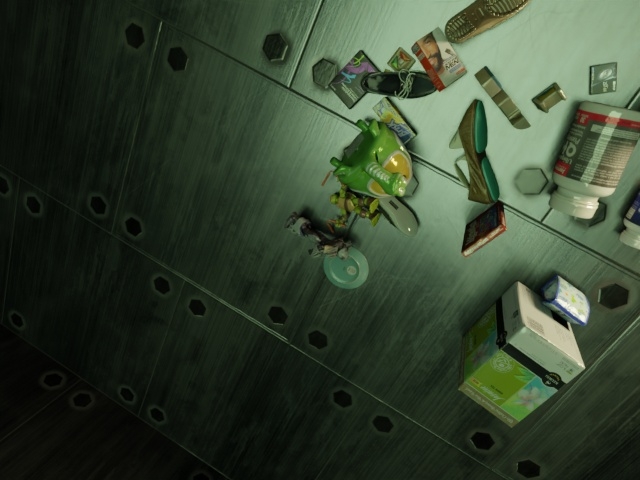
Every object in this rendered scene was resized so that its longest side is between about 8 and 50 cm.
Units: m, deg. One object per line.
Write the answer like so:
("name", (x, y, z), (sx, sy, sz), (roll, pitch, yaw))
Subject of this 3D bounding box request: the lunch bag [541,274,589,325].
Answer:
("lunch bag", (0.814, 0.207, 1.509), (0.128, 0.151, 0.096), (36, 117, 4))

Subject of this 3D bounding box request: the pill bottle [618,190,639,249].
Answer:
("pill bottle", (0.989, -0.071, 1.366), (0.112, 0.112, 0.187), (20, 115, 12))

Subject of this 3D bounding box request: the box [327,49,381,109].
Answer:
("box", (0.119, -0.548, 1.555), (0.116, 0.029, 0.162), (47, 118, -2))

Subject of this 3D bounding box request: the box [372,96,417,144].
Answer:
("box", (0.254, -0.405, 1.544), (0.059, 0.054, 0.169), (-39, 94, 27))

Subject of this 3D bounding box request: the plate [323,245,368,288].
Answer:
("plate", (0.098, 0.110, 1.806), (0.188, 0.024, 0.188), (7, 110, 18))

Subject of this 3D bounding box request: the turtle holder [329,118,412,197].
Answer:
("turtle holder", (0.195, -0.257, 1.487), (0.227, 0.320, 0.243), (33, 79, -19))

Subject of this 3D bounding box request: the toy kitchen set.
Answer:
("toy kitchen set", (0.606, -0.469, 1.379), (0.207, 0.122, 0.166), (41, 119, -21))

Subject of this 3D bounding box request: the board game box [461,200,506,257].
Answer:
("board game box", (0.522, -0.041, 1.451), (0.027, 0.281, 0.145), (47, 117, -1))

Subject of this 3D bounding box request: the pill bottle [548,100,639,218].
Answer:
("pill bottle", (0.799, -0.235, 1.339), (0.176, 0.176, 0.319), (17, 114, 13))

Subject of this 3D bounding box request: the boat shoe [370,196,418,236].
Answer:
("boat shoe", (0.266, -0.100, 1.645), (0.219, 0.077, 0.070), (51, 158, 3))

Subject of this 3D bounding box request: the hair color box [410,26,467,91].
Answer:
("hair color box", (0.371, -0.565, 1.421), (0.093, 0.053, 0.167), (-36, 94, -8))

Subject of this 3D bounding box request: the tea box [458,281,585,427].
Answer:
("tea box", (0.653, 0.372, 1.528), (0.220, 0.329, 0.324), (35, 116, 5))

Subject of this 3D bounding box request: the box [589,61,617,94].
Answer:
("box", (0.828, -0.474, 1.329), (0.067, 0.018, 0.083), (-2, 108, 21))

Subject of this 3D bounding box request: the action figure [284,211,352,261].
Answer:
("action figure", (0.000, 0.000, 1.723), (0.285, 0.185, 0.099), (35, 109, 23))

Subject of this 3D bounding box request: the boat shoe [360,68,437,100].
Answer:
("boat shoe", (0.257, -0.509, 1.475), (0.254, 0.079, 0.095), (9, 115, 5))

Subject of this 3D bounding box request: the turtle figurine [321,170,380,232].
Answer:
("turtle figurine", (0.114, -0.124, 1.676), (0.217, 0.087, 0.270), (22, 129, 30))

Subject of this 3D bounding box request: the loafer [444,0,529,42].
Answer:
("loafer", (0.487, -0.676, 1.343), (0.268, 0.092, 0.102), (-26, 101, 10))

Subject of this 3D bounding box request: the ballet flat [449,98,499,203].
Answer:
("ballet flat", (0.493, -0.279, 1.487), (0.124, 0.116, 0.343), (-3, 113, 41))

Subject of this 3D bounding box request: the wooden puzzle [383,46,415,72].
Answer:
("wooden puzzle", (0.265, -0.587, 1.496), (0.078, 0.014, 0.116), (36, 117, 5))
